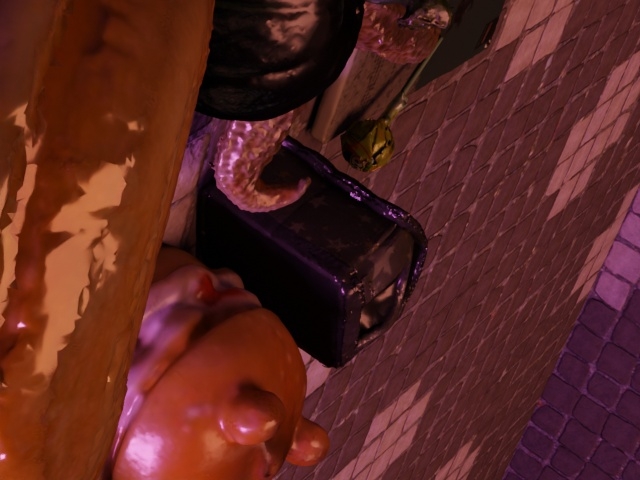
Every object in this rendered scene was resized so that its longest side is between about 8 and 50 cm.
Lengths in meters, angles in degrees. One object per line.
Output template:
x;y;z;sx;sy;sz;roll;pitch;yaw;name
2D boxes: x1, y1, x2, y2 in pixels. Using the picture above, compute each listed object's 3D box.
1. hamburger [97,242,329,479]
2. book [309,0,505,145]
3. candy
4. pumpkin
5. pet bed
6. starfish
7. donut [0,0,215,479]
-0.126;0.163;1.571;0.276;0.237;0.276;-45;155;-28;hamburger
0.132;-0.275;1.809;0.379;0.031;0.264;-34;151;-49;book
0.085;-0.156;1.781;0.194;0.058;0.062;-57;157;-21;candy
-0.017;-0.204;1.218;0.248;0.248;0.248;-48;159;-25;pumpkin
0.000;0.000;1.648;0.159;0.211;0.183;-43;153;-30;pet bed
0.046;-0.233;1.529;0.432;0.082;0.324;-46;145;-27;starfish
-0.190;-0.025;1.005;0.449;0.198;0.448;-166;-90;-88;donut
